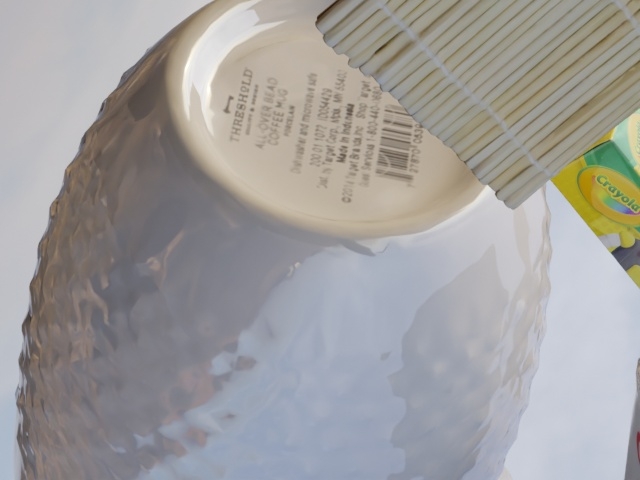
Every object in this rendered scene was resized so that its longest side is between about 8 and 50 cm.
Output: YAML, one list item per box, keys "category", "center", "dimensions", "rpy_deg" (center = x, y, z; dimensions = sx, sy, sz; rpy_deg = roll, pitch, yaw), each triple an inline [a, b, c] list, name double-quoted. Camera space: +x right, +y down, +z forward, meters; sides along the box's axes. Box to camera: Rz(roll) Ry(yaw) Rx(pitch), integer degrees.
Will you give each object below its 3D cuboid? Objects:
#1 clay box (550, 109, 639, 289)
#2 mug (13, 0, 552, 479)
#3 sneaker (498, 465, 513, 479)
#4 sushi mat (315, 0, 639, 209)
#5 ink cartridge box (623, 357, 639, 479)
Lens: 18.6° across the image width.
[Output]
- category: "clay box"
  center: [0.214, -0.023, 1.187]
  dimensions: [0.053, 0.222, 0.127]
  rpy_deg: [-30, -160, 32]
- category: "mug"
  center: [0.000, 0.000, 1.056]
  dimensions: [0.328, 0.276, 0.374]
  rpy_deg: [105, 9, -51]
- category: "sneaker"
  center: [0.049, 0.192, 1.499]
  dimensions: [0.121, 0.217, 0.079]
  rpy_deg: [-49, -126, 17]
- category: "sushi mat"
  center: [0.157, -0.139, 0.730]
  dimensions: [0.316, 0.151, 0.019]
  rpy_deg: [-38, -136, 17]
- category: "ink cartridge box"
  center: [0.229, 0.229, 0.974]
  dimensions: [0.306, 0.131, 0.226]
  rpy_deg: [87, -4, -49]
